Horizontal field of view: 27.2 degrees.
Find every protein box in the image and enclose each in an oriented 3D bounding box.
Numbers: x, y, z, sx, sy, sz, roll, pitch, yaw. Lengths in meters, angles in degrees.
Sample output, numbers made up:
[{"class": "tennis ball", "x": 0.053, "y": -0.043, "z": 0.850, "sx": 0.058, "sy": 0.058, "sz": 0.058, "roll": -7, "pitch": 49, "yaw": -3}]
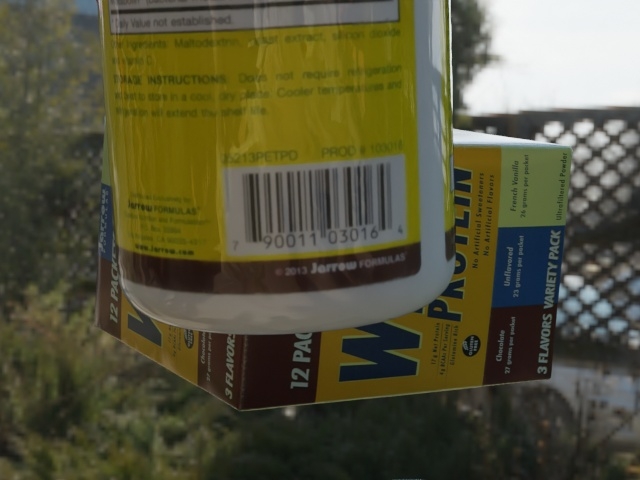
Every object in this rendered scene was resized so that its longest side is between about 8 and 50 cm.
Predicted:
[{"class": "protein box", "x": 0.000, "y": 0.000, "z": 0.766, "sx": 0.201, "sy": 0.136, "sz": 0.200, "roll": -2, "pitch": 10, "yaw": -31}]

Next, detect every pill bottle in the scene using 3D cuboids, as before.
[{"class": "pill bottle", "x": -0.016, "y": -0.084, "z": 0.438, "sx": 0.117, "sy": 0.215, "sz": 0.117, "roll": -2, "pitch": 10, "yaw": 0}]

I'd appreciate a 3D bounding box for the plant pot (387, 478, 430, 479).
[{"class": "plant pot", "x": 0.166, "y": 0.235, "z": 0.436, "sx": 0.334, "sy": 0.341, "sz": 0.341, "roll": -17, "pitch": -13, "yaw": 42}]
